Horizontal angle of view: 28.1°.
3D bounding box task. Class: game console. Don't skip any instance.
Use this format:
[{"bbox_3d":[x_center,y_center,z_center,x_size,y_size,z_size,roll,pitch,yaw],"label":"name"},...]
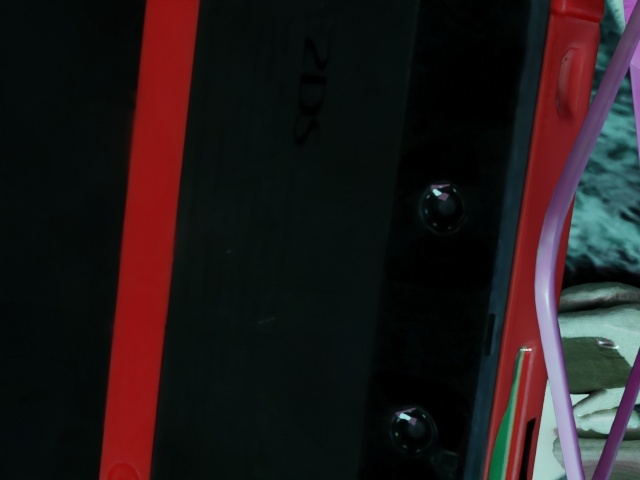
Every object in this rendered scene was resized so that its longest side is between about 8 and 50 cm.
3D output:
[{"bbox_3d":[-0.059,0.009,0.602,0.342,0.060,0.387,11,98,26],"label":"game console"}]

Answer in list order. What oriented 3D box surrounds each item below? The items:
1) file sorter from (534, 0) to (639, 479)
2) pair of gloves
[{"bbox_3d":[0.251,0.026,0.505,0.290,0.182,0.202,9,142,26],"label":"file sorter"},{"bbox_3d":[0.214,0.114,0.775,0.204,0.042,0.240,-1,139,36],"label":"pair of gloves"}]
